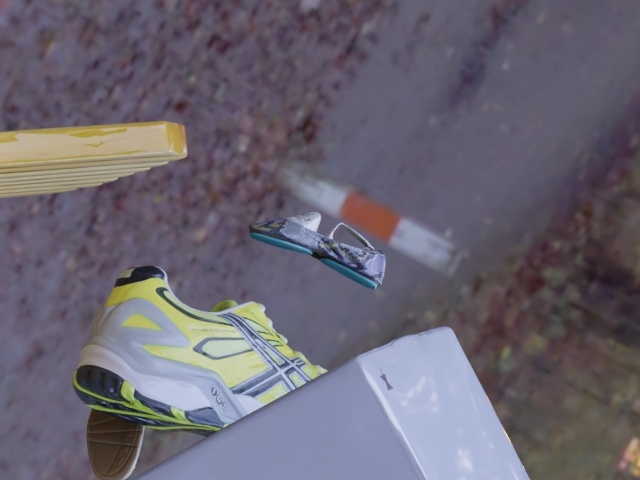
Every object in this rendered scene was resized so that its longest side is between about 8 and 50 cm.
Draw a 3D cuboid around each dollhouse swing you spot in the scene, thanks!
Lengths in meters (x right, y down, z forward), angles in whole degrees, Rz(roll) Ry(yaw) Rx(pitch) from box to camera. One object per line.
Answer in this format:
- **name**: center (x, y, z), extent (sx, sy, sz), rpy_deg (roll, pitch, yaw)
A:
- **dollhouse swing**: center (-0.309, 0.041, 1.392), extent (0.347, 0.305, 0.315), rpy_deg (-12, -110, 59)

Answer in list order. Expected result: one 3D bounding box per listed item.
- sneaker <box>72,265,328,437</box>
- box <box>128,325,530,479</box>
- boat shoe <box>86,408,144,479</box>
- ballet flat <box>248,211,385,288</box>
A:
- **sneaker**: center (-0.058, 0.141, 1.651), extent (0.145, 0.384, 0.147), rpy_deg (-11, -119, 51)
- **box**: center (-0.043, 0.218, 1.171), extent (0.345, 0.168, 0.215), rpy_deg (-30, 172, 19)
- **boat shoe**: center (-0.203, 0.169, 1.695), extent (0.059, 0.063, 0.170), rpy_deg (62, 29, -69)
- **ballet flat**: center (0.000, 0.000, 1.280), extent (0.041, 0.114, 0.041), rpy_deg (-61, -167, 25)
